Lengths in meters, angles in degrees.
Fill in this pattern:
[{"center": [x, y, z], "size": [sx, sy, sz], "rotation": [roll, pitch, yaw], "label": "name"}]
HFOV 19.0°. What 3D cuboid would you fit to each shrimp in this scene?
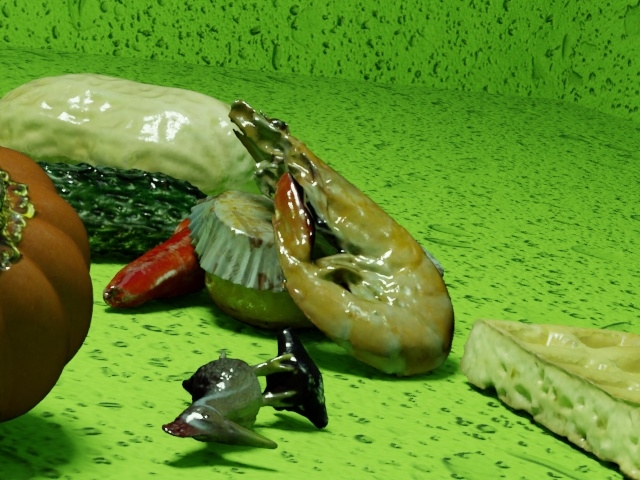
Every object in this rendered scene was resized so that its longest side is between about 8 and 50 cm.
[{"center": [0.000, 0.000, 1.589], "size": [0.287, 0.063, 0.152], "rotation": [47, 43, 11], "label": "shrimp"}]

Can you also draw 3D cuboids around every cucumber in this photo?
[{"center": [-0.246, -0.032, 1.772], "size": [0.359, 0.096, 0.096], "rotation": [2, 13, -32], "label": "cucumber"}]

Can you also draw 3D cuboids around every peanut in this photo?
[{"center": [-0.209, -0.096, 2.006], "size": [0.313, 0.152, 0.152], "rotation": [14, 12, 12], "label": "peanut"}]

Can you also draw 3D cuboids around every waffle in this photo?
[{"center": [0.245, 0.122, 1.492], "size": [0.168, 0.057, 0.274], "rotation": [4, 12, -28], "label": "waffle"}]

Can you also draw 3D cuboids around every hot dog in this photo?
[{"center": [-0.002, 0.025, 1.697], "size": [0.270, 0.082, 0.162], "rotation": [9, 29, -38], "label": "hot dog"}]

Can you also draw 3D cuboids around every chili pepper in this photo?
[{"center": [-0.121, 0.017, 1.715], "size": [0.063, 0.071, 0.272], "rotation": [50, 21, 1], "label": "chili pepper"}]

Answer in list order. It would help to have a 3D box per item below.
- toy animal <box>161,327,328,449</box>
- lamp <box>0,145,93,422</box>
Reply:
[{"center": [-0.062, 0.111, 1.325], "size": [0.105, 0.070, 0.202], "rotation": [-1, 10, 17], "label": "toy animal"}, {"center": [-0.253, 0.024, 1.211], "size": [0.223, 0.196, 0.223], "rotation": [11, 48, -13], "label": "lamp"}]
